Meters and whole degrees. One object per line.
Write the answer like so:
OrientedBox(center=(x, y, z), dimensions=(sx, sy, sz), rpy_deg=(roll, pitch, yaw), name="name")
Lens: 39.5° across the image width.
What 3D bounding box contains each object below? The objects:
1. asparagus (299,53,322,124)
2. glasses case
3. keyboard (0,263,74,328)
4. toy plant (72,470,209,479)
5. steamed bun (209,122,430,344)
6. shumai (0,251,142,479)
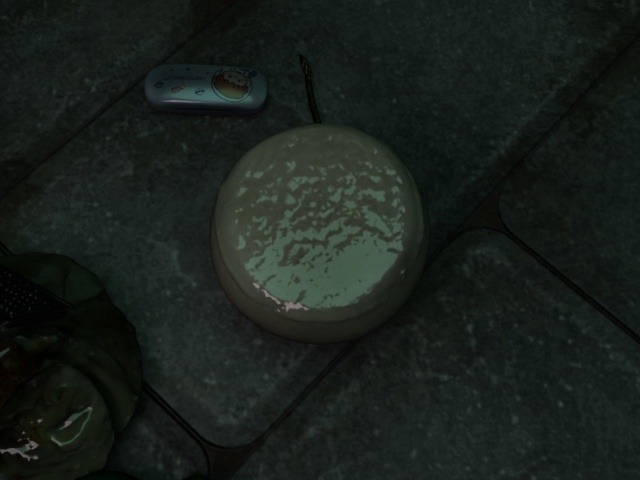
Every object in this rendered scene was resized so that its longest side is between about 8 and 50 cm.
OrientedBox(center=(-0.010, -0.207, 1.318), dimensions=(0.016, 0.016, 0.162), rpy_deg=(-5, 66, -16), name="asparagus")
OrientedBox(center=(-0.165, -0.219, 1.297), dimensions=(0.179, 0.045, 0.067), rpy_deg=(2, 69, -3), name="glasses case")
OrientedBox(center=(-0.374, 0.047, 0.996), dimensions=(0.230, 0.025, 0.094), rpy_deg=(20, 20, 37), name="keyboard")
OrientedBox(center=(-0.212, 0.375, 1.021), dimensions=(0.243, 0.112, 0.232), rpy_deg=(-8, 64, -12), name="toy plant")
OrientedBox(center=(0.000, 0.000, 1.147), dimensions=(0.283, 0.177, 0.283), rpy_deg=(0, 70, 1), name="steamed bun")
OrientedBox(center=(-0.367, 0.121, 1.034), dimensions=(0.309, 0.263, 0.304), rpy_deg=(11, 70, 1), name="shumai")
